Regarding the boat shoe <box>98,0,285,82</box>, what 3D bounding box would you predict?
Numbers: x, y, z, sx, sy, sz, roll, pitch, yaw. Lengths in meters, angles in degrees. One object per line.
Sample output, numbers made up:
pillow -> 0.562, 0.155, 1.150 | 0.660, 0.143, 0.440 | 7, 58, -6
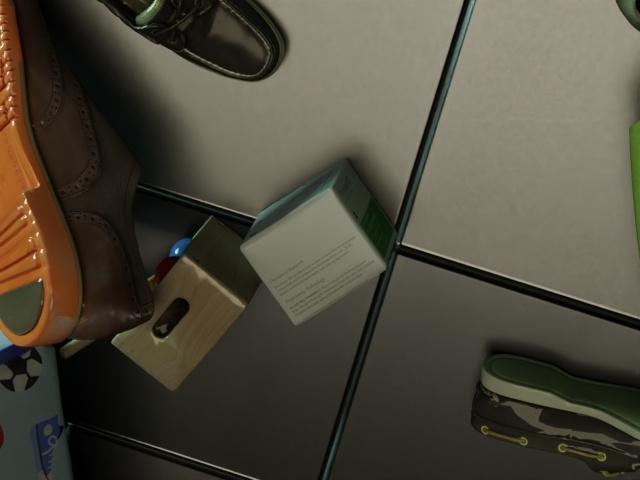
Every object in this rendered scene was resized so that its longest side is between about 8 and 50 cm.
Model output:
boat shoe -> -0.134, -0.201, 1.519 | 0.223, 0.073, 0.080 | 35, 111, -3

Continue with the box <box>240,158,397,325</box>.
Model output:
box -> 0.000, 0.000, 1.549 | 0.102, 0.101, 0.087 | -33, 100, 17

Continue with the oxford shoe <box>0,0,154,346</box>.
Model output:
oxford shoe -> -0.233, -0.083, 1.522 | 0.130, 0.132, 0.364 | -31, 67, 46

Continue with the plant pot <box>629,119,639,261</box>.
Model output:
plant pot -> 0.367, 0.015, 1.428 | 0.274, 0.275, 0.294 | -23, 87, 16

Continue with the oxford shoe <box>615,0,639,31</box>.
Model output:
oxford shoe -> 0.404, -0.197, 1.397 | 0.348, 0.130, 0.123 | -8, 107, 12

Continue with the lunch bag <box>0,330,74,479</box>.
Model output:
lunch bag -> -0.397, 0.210, 1.612 | 0.385, 0.239, 0.328 | 9, 114, 38

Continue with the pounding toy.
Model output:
pounding toy -> -0.134, 0.059, 1.577 | 0.100, 0.130, 0.141 | 39, 110, -4

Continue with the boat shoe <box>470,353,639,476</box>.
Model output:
boat shoe -> 0.245, 0.166, 1.578 | 0.227, 0.081, 0.069 | 18, 114, 11
